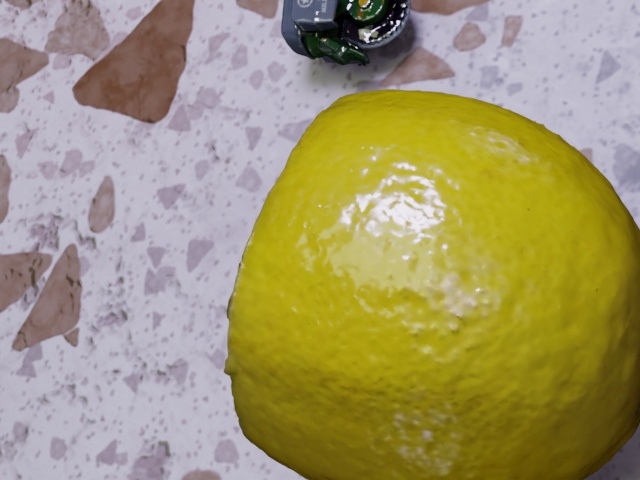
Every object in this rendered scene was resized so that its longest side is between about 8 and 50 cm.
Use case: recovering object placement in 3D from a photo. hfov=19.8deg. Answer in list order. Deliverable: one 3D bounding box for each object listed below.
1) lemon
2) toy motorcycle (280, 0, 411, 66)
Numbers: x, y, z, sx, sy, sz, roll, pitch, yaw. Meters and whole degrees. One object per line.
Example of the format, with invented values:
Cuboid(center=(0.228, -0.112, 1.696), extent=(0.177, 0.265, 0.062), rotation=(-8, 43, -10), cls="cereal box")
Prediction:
Cuboid(center=(0.119, 0.058, 1.489), extent=(0.364, 0.364, 0.364), rotation=(-12, 65, 27), cls="lemon")
Cuboid(center=(0.012, -0.301, 1.822), extent=(0.187, 0.125, 0.275), rotation=(-2, 70, 21), cls="toy motorcycle")
